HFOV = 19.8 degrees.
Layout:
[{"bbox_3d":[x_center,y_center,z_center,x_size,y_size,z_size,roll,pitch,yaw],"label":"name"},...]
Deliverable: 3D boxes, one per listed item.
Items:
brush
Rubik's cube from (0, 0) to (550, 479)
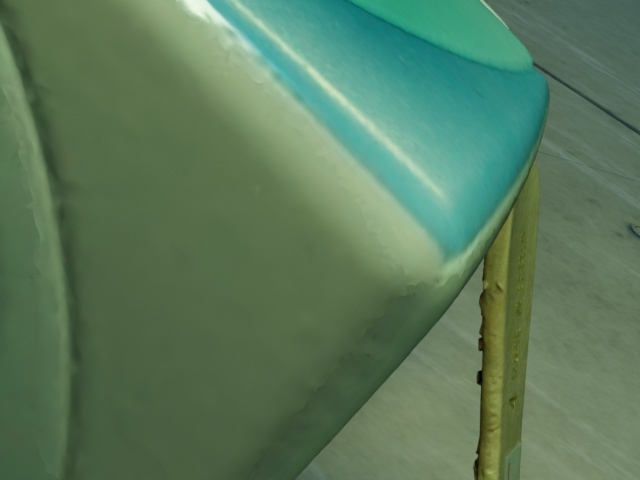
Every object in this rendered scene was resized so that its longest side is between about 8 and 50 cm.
[{"bbox_3d":[0.094,0.118,0.956,0.020,0.336,0.085,9,19,26],"label":"brush"},{"bbox_3d":[-0.136,-0.035,0.811,0.351,0.352,0.347,45,21,-4],"label":"Rubik's cube"}]
